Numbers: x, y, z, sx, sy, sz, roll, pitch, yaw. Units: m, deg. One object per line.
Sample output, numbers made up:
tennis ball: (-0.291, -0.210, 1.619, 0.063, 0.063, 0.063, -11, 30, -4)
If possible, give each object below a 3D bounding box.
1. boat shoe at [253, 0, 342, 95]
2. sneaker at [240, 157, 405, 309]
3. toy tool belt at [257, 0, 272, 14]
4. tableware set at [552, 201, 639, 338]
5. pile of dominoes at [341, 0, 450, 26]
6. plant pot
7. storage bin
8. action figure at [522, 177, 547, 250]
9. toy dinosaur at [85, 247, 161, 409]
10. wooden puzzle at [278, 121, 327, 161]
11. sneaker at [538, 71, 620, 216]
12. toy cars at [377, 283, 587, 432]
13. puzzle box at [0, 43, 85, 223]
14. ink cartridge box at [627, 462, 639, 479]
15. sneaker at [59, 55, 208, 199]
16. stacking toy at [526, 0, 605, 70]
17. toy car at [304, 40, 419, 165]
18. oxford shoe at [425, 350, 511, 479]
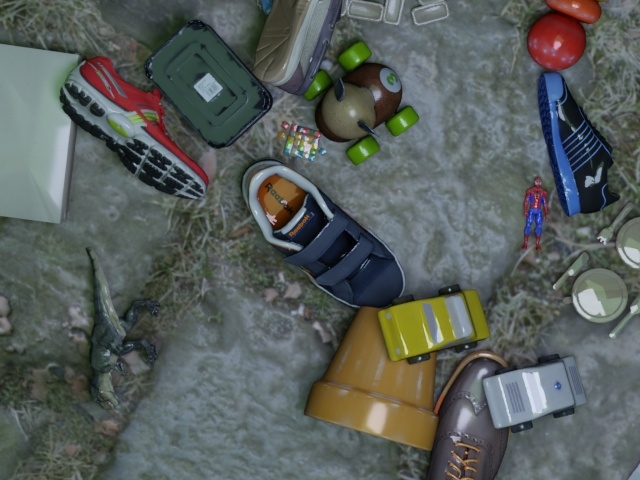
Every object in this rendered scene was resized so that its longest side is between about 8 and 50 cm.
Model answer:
boat shoe: (-0.014, -0.355, 1.722, 0.103, 0.092, 0.285, 9, 75, 40)
sneaker: (0.000, 0.000, 1.769, 0.321, 0.127, 0.126, 40, 95, -4)
toy tool belt: (-0.073, -0.369, 1.764, 0.052, 0.051, 0.083, -5, 97, 2)
tableware set: (0.477, 0.048, 1.805, 0.128, 0.039, 0.194, 41, 90, 9)
pile of dominoes: (0.128, -0.460, 1.767, 0.196, 0.040, 0.251, 11, 105, 0)
plant pot: (0.097, 0.209, 1.765, 0.205, 0.205, 0.187, 17, 82, 0)
storage bin: (-0.172, -0.241, 1.765, 0.122, 0.084, 0.180, -42, 93, 5)
action figure: (0.341, -0.042, 1.803, 0.038, 0.030, 0.115, 4, 95, 6)
toy dinosaur: (-0.321, 0.145, 1.828, 0.118, 0.064, 0.268, -1, 93, 8)
wooden puzzle: (-0.029, -0.156, 1.810, 0.083, 0.006, 0.049, 16, 97, 0)
sneaker: (0.401, -0.155, 1.766, 0.091, 0.081, 0.232, -14, 103, 0)
toy cars: (0.267, 0.175, 1.723, 0.394, 0.087, 0.176, 34, 60, -19)
puzzle box: (-0.591, -0.188, 1.799, 0.409, 0.052, 0.272, 9, 97, 1)
ink cartridge box: (0.714, 0.290, 1.822, 0.308, 0.091, 0.385, 25, 113, -2)
sneaker: (-0.269, -0.181, 1.769, 0.279, 0.107, 0.118, 43, 56, -16)
stacking toy: (0.405, -0.416, 1.717, 0.141, 0.141, 0.330, 25, 103, -1)
toy car: (0.058, -0.206, 1.710, 0.149, 0.188, 0.155, -36, 95, 5)
oxford shoe: (0.232, 0.356, 1.798, 0.130, 0.133, 0.363, 12, 97, 1)
